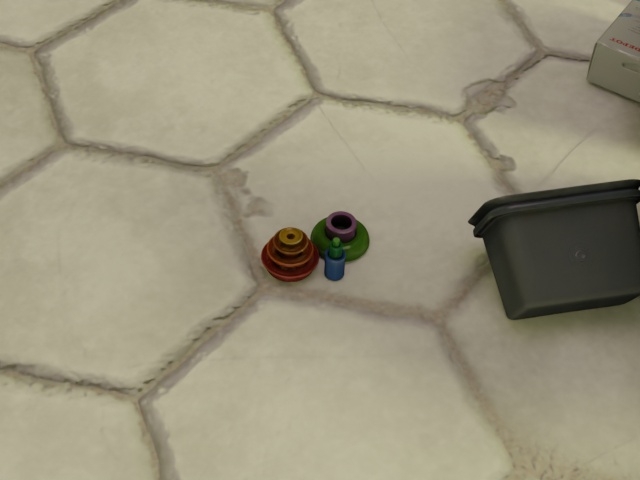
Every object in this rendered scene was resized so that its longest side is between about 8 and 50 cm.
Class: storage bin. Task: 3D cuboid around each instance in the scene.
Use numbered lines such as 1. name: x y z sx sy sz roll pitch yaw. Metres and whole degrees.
1. storage bin: 0.197 0.012 0.900 0.135 0.098 0.091 -6 75 -10

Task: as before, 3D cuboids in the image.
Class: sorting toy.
1. sorting toy: 0.000 0.000 0.922 0.102 0.042 0.061 -26 54 -26

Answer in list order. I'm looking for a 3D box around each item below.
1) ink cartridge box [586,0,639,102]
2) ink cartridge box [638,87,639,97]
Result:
1. ink cartridge box: 0.337 -0.194 1.118 0.089 0.052 0.122 28 49 21
2. ink cartridge box: 0.487 -0.137 1.037 0.371 0.069 0.175 22 48 1
